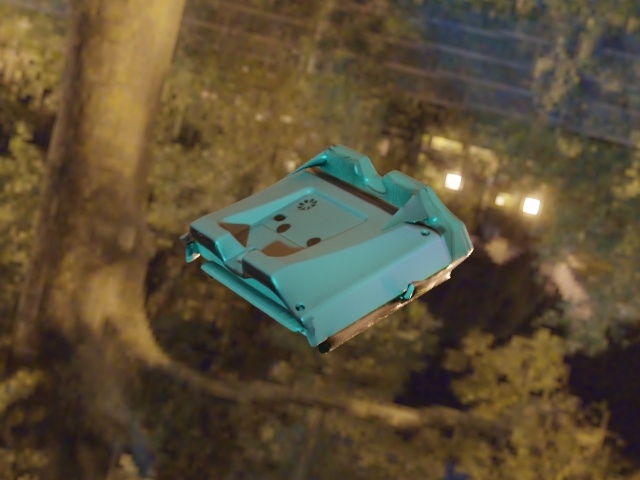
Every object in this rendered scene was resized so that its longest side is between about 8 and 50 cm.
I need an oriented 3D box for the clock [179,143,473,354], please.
[{"bbox_3d":[0.000,0.000,1.455,0.186,0.083,0.253,-31,-148,-21],"label":"clock"}]
